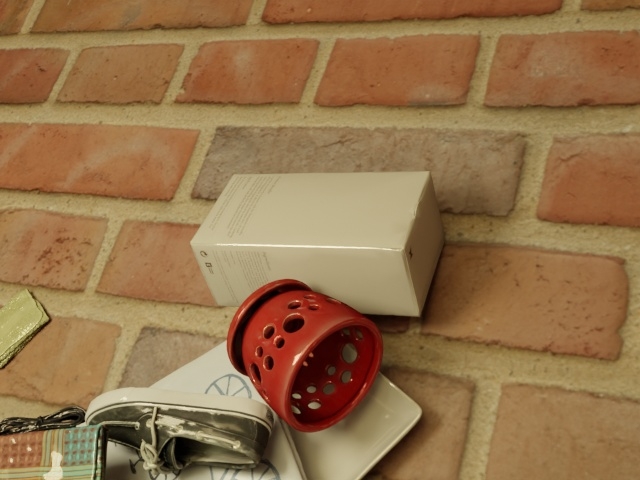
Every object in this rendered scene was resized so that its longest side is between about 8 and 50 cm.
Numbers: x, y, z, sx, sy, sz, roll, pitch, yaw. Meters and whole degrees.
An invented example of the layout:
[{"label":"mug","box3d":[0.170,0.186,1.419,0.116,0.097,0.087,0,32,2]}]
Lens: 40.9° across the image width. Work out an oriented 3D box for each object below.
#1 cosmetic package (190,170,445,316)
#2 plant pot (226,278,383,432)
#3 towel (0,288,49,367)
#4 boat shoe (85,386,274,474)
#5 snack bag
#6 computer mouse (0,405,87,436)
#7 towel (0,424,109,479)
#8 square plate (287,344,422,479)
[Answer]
[{"label":"cosmetic package","box3d":[0.000,0.000,1.405,0.365,0.155,0.197,3,42,24]},{"label":"plant pot","box3d":[-0.028,0.159,1.276,0.191,0.191,0.174,-47,48,-8]},{"label":"towel","box3d":[-0.604,0.171,1.668,0.148,0.027,0.110,-46,54,-7]},{"label":"boat shoe","box3d":[-0.222,0.295,1.277,0.306,0.113,0.105,2,46,14]},{"label":"snack bag","box3d":[-0.206,0.349,1.328,0.342,0.037,0.323,-30,54,4]},{"label":"computer mouse","box3d":[-0.449,0.411,1.449,0.184,0.060,0.262,-14,59,-10]},{"label":"towel","box3d":[-0.434,0.457,1.221,0.271,0.040,0.370,-9,64,16]},{"label":"square plate","box3d":[-0.067,0.295,1.353,0.347,0.049,0.344,-46,54,-7]}]
